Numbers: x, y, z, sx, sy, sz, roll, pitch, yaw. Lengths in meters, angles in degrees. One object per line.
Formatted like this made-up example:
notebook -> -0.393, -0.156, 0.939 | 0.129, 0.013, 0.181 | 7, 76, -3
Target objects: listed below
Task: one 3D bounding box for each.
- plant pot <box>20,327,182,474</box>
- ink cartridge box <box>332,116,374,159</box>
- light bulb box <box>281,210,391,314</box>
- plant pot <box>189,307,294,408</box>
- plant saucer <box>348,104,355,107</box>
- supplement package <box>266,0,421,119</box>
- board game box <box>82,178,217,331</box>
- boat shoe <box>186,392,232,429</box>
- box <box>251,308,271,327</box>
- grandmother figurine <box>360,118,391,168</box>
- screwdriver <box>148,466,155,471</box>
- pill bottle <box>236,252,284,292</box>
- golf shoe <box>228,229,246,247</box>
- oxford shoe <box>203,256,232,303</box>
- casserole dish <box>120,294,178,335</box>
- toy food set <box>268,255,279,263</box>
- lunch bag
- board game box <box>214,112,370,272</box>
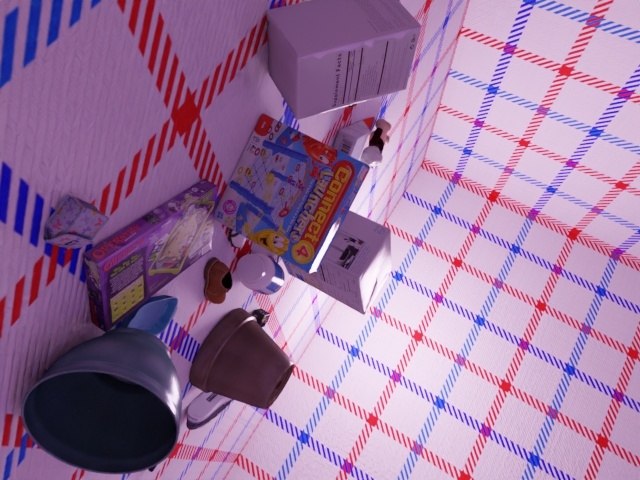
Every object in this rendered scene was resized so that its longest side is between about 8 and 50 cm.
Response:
plant pot -> -0.420, 0.308, 1.008 | 0.196, 0.293, 0.293 | -91, -160, -61
ink cartridge box -> 0.136, -0.334, 2.011 | 0.385, 0.091, 0.308 | -37, 152, -56
light bulb box -> 0.053, 0.050, 1.796 | 0.225, 0.361, 0.358 | -55, 159, -20
plant pot -> -0.261, 0.453, 1.747 | 0.323, 0.280, 0.323 | -54, 164, -23
plant saucer -> 0.126, -0.556, 1.665 | 0.198, 0.036, 0.198 | -56, 165, -23
supplement package -> 0.044, -0.427, 1.100 | 0.293, 0.177, 0.175 | -19, 151, -16
board game box -> -0.360, 0.023, 1.072 | 0.347, 0.056, 0.208 | -45, 163, -47
boat shoe -> -0.413, 0.639, 1.921 | 0.301, 0.108, 0.102 | -34, 150, -56
box -> -0.250, 0.319, 1.984 | 0.062, 0.052, 0.083 | -63, 167, 3
grandmother figurine -> 0.237, -0.403, 2.083 | 0.342, 0.104, 0.208 | -61, 150, -57
screwdriver -> -0.573, 0.761, 1.770 | 0.170, 0.024, 0.025 | -58, 136, -20
pill bottle -> -0.201, 0.109, 1.615 | 0.124, 0.124, 0.221 | -59, 166, -7
golf shoe -> -0.199, -0.049, 1.390 | 0.077, 0.094, 0.198 | -39, 156, -58
oxford shoe -> -0.297, 0.138, 1.441 | 0.076, 0.076, 0.212 | -54, 165, -33
casserole dish -> -0.420, 0.186, 1.183 | 0.114, 0.037, 0.188 | -63, 165, 9
toy food set -> -0.201, 0.094, 1.802 | 0.122, 0.019, 0.078 | -37, 153, -41
lunch bag -> -0.408, -0.023, 0.805 | 0.083, 0.053, 0.071 | -51, 163, -4
board game box -> -0.078, -0.121, 1.247 | 0.308, 0.302, 0.086 | -63, 165, 6
